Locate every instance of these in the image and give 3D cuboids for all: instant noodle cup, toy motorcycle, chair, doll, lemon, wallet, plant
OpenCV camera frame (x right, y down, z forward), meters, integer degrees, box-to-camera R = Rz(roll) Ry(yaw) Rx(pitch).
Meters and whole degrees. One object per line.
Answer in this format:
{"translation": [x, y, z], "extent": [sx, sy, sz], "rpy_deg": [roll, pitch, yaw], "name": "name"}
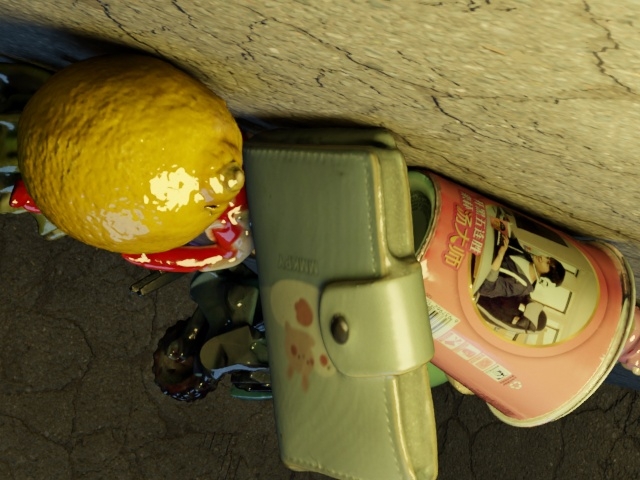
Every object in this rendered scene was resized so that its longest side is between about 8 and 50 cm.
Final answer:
{"translation": [0.165, 0.048, 1.411], "extent": [0.255, 0.244, 0.244], "rpy_deg": [30, 169, -25], "name": "instant noodle cup"}
{"translation": [-0.063, 0.118, 1.878], "extent": [0.416, 0.232, 0.172], "rpy_deg": [-4, 154, 33], "name": "toy motorcycle"}
{"translation": [-0.243, -0.017, 2.381], "extent": [0.270, 0.147, 0.136], "rpy_deg": [-26, -174, -12], "name": "chair"}
{"translation": [-0.130, -0.049, 1.421], "extent": [0.384, 0.188, 0.099], "rpy_deg": [15, -161, -18], "name": "doll"}
{"translation": [-0.176, -0.080, 1.226], "extent": [0.257, 0.188, 0.188], "rpy_deg": [8, 170, 31], "name": "lemon"}
{"translation": [0.015, 0.070, 1.300], "extent": [0.083, 0.360, 0.252], "rpy_deg": [-13, -170, -34], "name": "wallet"}
{"translation": [-0.223, -0.132, 1.493], "extent": [0.333, 0.180, 0.251], "rpy_deg": [-17, 161, 9], "name": "plant"}

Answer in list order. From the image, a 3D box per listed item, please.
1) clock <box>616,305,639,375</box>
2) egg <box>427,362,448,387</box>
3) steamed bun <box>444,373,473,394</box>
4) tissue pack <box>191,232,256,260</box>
{"translation": [0.454, 0.145, 1.976], "extent": [0.195, 0.100, 0.194], "rpy_deg": [24, 175, -36], "name": "clock"}
{"translation": [0.119, 0.110, 1.972], "extent": [0.220, 0.220, 0.270], "rpy_deg": [22, 179, -39], "name": "egg"}
{"translation": [0.208, 0.061, 1.646], "extent": [0.212, 0.231, 0.110], "rpy_deg": [40, 162, 47], "name": "steamed bun"}
{"translation": [-0.161, -0.042, 1.963], "extent": [0.149, 0.092, 0.246], "rpy_deg": [14, 173, 16], "name": "tissue pack"}
